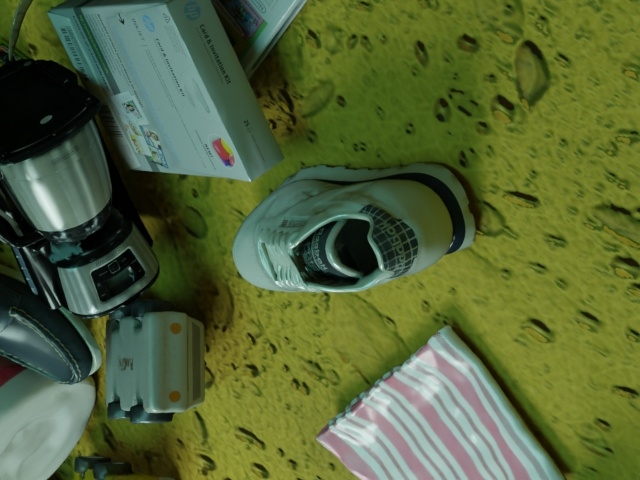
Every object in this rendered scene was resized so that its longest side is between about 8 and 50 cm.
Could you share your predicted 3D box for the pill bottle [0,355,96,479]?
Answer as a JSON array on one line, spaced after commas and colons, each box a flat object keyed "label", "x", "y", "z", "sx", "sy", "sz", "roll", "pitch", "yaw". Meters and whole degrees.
[{"label": "pill bottle", "x": -0.378, "y": 0.098, "z": 1.603, "sx": 0.318, "sy": 0.176, "sz": 0.176, "roll": 39, "pitch": 137, "yaw": 21}]

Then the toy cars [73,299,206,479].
[{"label": "toy cars", "x": -0.150, "y": 0.176, "z": 1.489, "sx": 0.176, "sy": 0.087, "sz": 0.394, "roll": -106, "pitch": 25, "yaw": -42}]

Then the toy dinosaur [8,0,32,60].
[{"label": "toy dinosaur", "x": -0.192, "y": -0.207, "z": 1.229, "sx": 0.064, "sy": 0.112, "sz": 0.211, "roll": 47, "pitch": 165, "yaw": -8}]

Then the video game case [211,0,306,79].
[{"label": "video game case", "x": -0.097, "y": -0.225, "z": 1.220, "sx": 0.212, "sy": 0.023, "sz": 0.193, "roll": 51, "pitch": 140, "yaw": 7}]

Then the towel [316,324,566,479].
[{"label": "towel", "x": 0.087, "y": 0.162, "z": 1.285, "sx": 0.144, "sy": 0.029, "sz": 0.197, "roll": 51, "pitch": 140, "yaw": 6}]

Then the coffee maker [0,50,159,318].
[{"label": "coffee maker", "x": -0.211, "y": -0.048, "z": 1.367, "sx": 0.171, "sy": 0.120, "sz": 0.178, "roll": -109, "pitch": 1, "yaw": -52}]

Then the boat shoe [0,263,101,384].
[{"label": "boat shoe", "x": -0.305, "y": 0.050, "z": 1.453, "sx": 0.254, "sy": 0.079, "sz": 0.095, "roll": 39, "pitch": 134, "yaw": -5}]

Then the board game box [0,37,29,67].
[{"label": "board game box", "x": -0.304, "y": -0.078, "z": 1.476, "sx": 0.043, "sy": 0.092, "sz": 0.181, "roll": 37, "pitch": 137, "yaw": 22}]

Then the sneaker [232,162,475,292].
[{"label": "sneaker", "x": 0.000, "y": 0.000, "z": 1.216, "sx": 0.235, "sy": 0.095, "sz": 0.090, "roll": -15, "pitch": 105, "yaw": 51}]

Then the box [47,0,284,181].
[{"label": "box", "x": -0.119, "y": -0.118, "z": 1.266, "sx": 0.186, "sy": 0.038, "sz": 0.145, "roll": 8, "pitch": 128, "yaw": 56}]
